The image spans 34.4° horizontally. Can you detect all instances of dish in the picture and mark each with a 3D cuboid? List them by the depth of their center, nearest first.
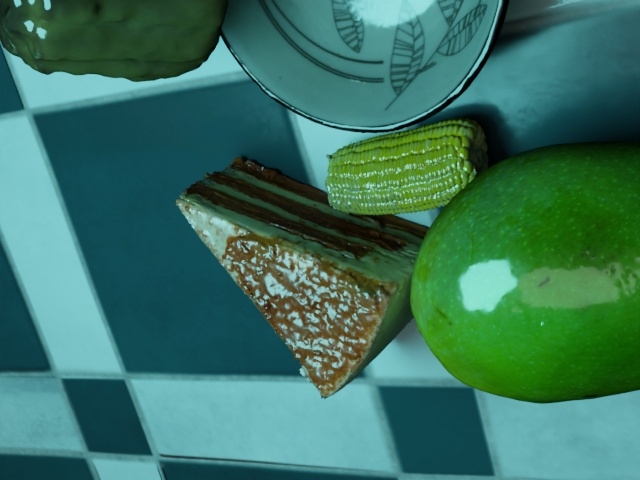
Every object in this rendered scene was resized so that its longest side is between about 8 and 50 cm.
[{"bbox_3d":[0.041,-0.259,0.907,0.317,0.106,0.316,14,118,27],"label":"dish"}]

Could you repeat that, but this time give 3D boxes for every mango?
[{"bbox_3d":[0.248,0.018,0.866,0.382,0.201,0.225,-17,98,32],"label":"mango"}]

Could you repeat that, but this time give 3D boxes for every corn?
[{"bbox_3d":[0.082,-0.069,1.001,0.165,0.063,0.085,-5,94,34],"label":"corn"}]

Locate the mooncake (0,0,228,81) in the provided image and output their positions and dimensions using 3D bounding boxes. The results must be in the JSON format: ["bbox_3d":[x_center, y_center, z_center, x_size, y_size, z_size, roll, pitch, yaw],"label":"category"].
[{"bbox_3d":[-0.194,-0.292,0.881,0.324,0.187,0.323,176,90,-67],"label":"mooncake"}]

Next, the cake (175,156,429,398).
[{"bbox_3d":[0.000,0.000,1.030,0.160,0.158,0.262,-39,90,34],"label":"cake"}]
